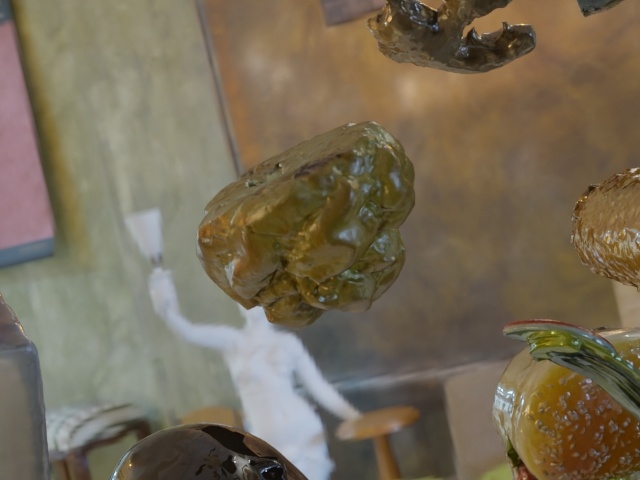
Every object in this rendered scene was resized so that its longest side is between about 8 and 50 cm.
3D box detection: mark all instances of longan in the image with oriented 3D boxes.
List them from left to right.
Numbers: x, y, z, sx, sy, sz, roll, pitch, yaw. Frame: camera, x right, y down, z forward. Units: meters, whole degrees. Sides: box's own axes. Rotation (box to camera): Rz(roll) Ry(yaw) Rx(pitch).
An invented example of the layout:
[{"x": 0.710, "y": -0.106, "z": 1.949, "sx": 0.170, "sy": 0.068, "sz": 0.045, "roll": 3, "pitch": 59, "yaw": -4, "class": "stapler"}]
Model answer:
[{"x": -0.122, "y": 0.348, "z": 1.455, "sx": 0.297, "sy": 0.297, "sz": 0.297, "roll": -13, "pitch": 2, "yaw": 0, "class": "longan"}]

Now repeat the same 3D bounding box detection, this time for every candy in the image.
[{"x": -0.346, "y": 0.214, "z": 1.206, "sx": 0.145, "sy": 0.358, "sz": 0.208, "roll": -8, "pitch": 26, "yaw": -25, "class": "candy"}]

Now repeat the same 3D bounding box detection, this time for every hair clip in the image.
[{"x": 0.238, "y": 0.112, "z": 1.061, "sx": 0.060, "sy": 0.188, "sz": 0.033, "roll": -24, "pitch": 35, "yaw": 56, "class": "hair clip"}]

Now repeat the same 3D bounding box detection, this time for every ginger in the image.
[{"x": 0.101, "y": -0.255, "z": 1.098, "sx": 0.149, "sy": 0.258, "sz": 0.065, "roll": -19, "pitch": 30, "yaw": -10, "class": "ginger"}]

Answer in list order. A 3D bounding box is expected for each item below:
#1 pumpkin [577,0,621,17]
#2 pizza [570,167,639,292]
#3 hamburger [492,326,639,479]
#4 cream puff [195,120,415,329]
[{"x": 0.352, "y": -0.420, "z": 1.457, "sx": 0.197, "sy": 0.293, "sz": 0.263, "roll": -18, "pitch": -27, "yaw": 19, "class": "pumpkin"}, {"x": 0.270, "y": 0.031, "z": 0.608, "sx": 0.288, "sy": 0.075, "sz": 0.280, "roll": 16, "pitch": 2, "yaw": 2, "class": "pizza"}, {"x": 0.268, "y": 0.169, "z": 1.247, "sx": 0.210, "sy": 0.173, "sz": 0.116, "roll": -5, "pitch": 24, "yaw": -26, "class": "hamburger"}, {"x": 0.001, "y": 0.000, "z": 1.781, "sx": 0.324, "sy": 0.257, "sz": 0.291, "roll": -23, "pitch": 18, "yaw": 20, "class": "cream puff"}]
